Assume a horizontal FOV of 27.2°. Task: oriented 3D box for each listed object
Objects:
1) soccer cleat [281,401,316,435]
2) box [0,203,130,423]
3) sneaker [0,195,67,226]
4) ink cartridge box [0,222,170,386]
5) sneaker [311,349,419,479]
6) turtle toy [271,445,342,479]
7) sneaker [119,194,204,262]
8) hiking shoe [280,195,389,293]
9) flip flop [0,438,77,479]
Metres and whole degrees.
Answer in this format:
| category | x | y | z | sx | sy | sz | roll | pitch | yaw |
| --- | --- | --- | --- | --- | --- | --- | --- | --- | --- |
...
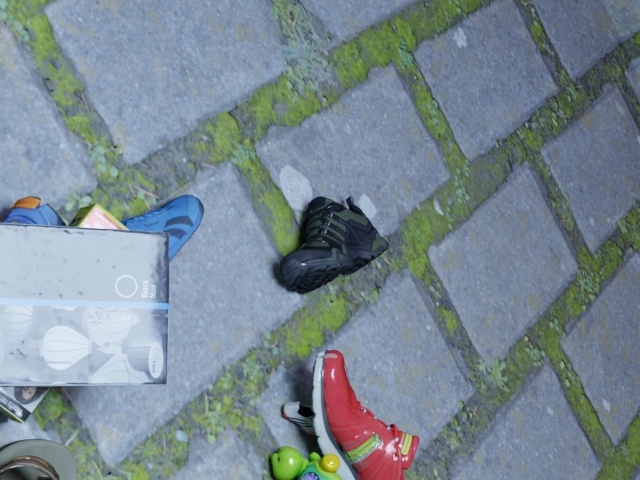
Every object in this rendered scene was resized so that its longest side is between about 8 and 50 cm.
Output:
| category | x | y | z | sx | sy | sz | roll | pitch | yaw |
| --- | --- | --- | --- | --- | --- | --- | --- | --- | --- |
| soccer cleat | -0.015 | 0.235 | 1.743 | 0.083 | 0.036 | 0.029 | 36 | 48 | -34 |
| box | -0.283 | 0.076 | 1.406 | 0.087 | 0.058 | 0.232 | 42 | 69 | -18 |
| sneaker | -0.292 | 0.061 | 1.479 | 0.221 | 0.083 | 0.087 | 52 | 54 | -11 |
| ink cartridge box | -0.316 | 0.065 | 1.324 | 0.333 | 0.065 | 0.165 | 2 | 85 | -25 |
| sneaker | 0.068 | 0.259 | 1.732 | 0.107 | 0.118 | 0.279 | -64 | 136 | -68 |
| turtle toy | -0.009 | 0.313 | 1.676 | 0.066 | 0.095 | 0.130 | -30 | 75 | -32 |
| sneaker | -0.212 | -0.009 | 1.602 | 0.082 | 0.069 | 0.209 | 51 | 41 | -15 |
| hiking shoe | 0.000 | 0.000 | 1.854 | 0.114 | 0.086 | 0.227 | 58 | 31 | 9 |
| flip flop | -0.304 | 0.255 | 1.302 | 0.277 | 0.080 | 0.112 | 17 | 66 | -73 |
